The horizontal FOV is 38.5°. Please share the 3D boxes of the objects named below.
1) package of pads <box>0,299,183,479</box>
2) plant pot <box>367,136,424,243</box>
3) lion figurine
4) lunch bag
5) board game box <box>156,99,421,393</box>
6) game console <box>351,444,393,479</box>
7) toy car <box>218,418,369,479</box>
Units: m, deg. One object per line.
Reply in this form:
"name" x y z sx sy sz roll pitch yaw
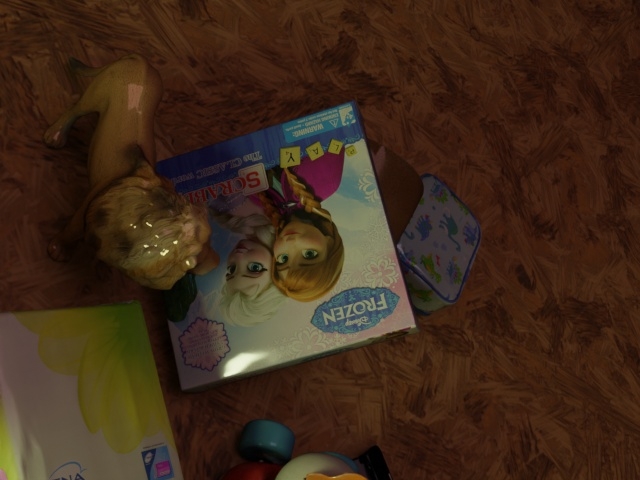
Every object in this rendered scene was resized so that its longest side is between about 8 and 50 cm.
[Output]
"package of pads" -0.268 0.218 0.977 0.229 0.101 0.296 1 69 -55
"plant pot" 0.000 0.000 1.345 0.237 0.237 0.254 32 66 -25
"lion figurine" -0.246 -0.111 1.152 0.142 0.240 0.392 1 68 -40
"lunch bag" 0.182 0.009 1.566 0.176 0.090 0.219 42 48 -16
"board game box" -0.061 0.010 1.221 0.066 0.319 0.317 45 29 -73
"game console" 0.066 0.375 1.340 0.122 0.071 0.107 68 16 7
"toy car" -0.002 0.336 1.137 0.210 0.238 0.219 31 52 -20
